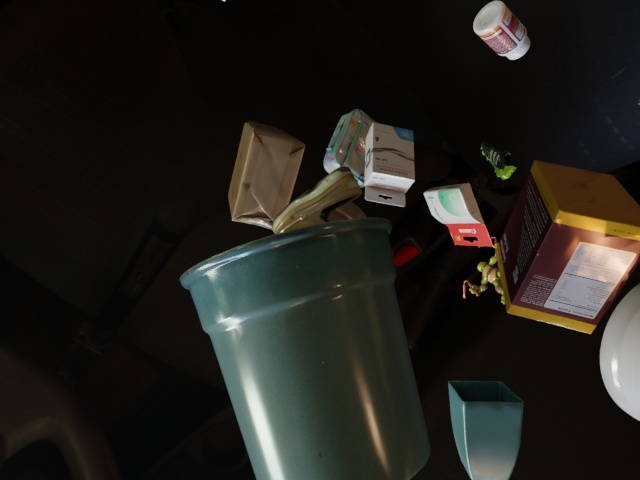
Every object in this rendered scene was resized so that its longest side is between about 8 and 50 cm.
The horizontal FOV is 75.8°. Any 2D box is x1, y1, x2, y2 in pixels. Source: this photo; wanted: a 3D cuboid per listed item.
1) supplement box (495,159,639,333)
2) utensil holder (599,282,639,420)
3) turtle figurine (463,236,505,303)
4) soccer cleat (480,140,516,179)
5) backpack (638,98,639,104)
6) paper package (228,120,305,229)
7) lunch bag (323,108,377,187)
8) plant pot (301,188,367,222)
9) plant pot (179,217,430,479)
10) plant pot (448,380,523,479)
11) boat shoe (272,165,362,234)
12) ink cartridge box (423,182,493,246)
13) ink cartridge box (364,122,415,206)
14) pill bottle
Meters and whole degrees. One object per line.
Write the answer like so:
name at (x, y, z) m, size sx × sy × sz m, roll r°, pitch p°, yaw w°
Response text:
supplement box at (0.390, 0.004, 0.668) m, size 0.128 × 0.191 × 0.194 m, roll 14°, pitch 124°, yaw 8°
utensil holder at (0.737, 0.240, 0.646) m, size 0.326 × 0.385 × 0.328 m, roll -1°, pitch 98°, yaw -8°
turtle figurine at (0.635, 0.140, 1.512) m, size 0.087 × 0.217 × 0.270 m, roll 14°, pitch 110°, yaw -19°
soccer cleat at (0.607, -0.285, 1.400) m, size 0.060 × 0.179 × 0.072 m, roll 11°, pitch 138°, yaw -30°
backpack at (0.966, -0.386, 1.122) m, size 0.101 × 0.098 × 0.120 m, roll -33°, pitch 74°, yaw -30°
paper package at (-0.198, -0.227, 1.397) m, size 0.167 × 0.325 × 0.310 m, roll 11°, pitch 106°, yaw -20°
lunch bag at (0.137, -0.352, 1.602) m, size 0.224 × 0.107 × 0.280 m, roll 31°, pitch 70°, yaw -32°
plant pot at (0.000, 0.000, 1.663) m, size 0.323 × 0.323 × 0.281 m, roll 34°, pitch 63°, yaw -10°
plant pot at (-0.005, 0.179, 0.627) m, size 0.340 × 0.341 × 0.335 m, roll -17°, pitch 79°, yaw 0°
plant pot at (0.474, 0.553, 1.198) m, size 0.165 × 0.166 × 0.235 m, roll 0°, pitch 91°, yaw 3°
boat shoe at (-0.008, -0.051, 0.744) m, size 0.190 × 0.068 × 0.072 m, roll -37°, pitch 76°, yaw 27°
ink cartridge box at (0.448, -0.072, 1.352) m, size 0.056 × 0.181 × 0.225 m, roll -27°, pitch 102°, yaw -20°
ink cartridge box at (0.160, -0.176, 0.952) m, size 0.104 × 0.060 × 0.180 m, roll 9°, pitch 64°, yaw -10°
pill bottle at (0.472, -0.536, 1.062) m, size 0.151 × 0.086 × 0.086 m, roll 20°, pitch 102°, yaw -34°
